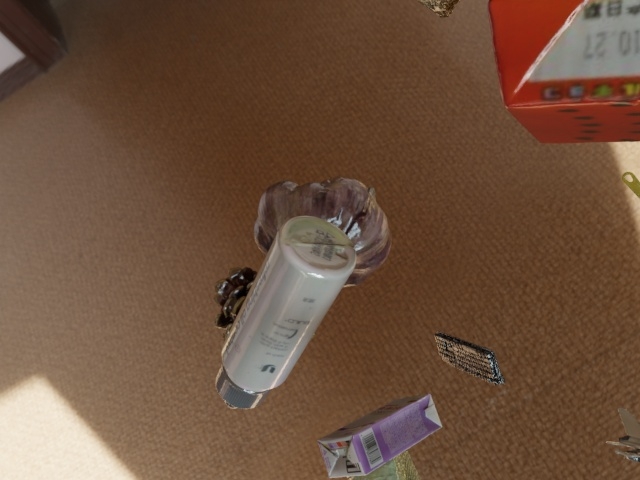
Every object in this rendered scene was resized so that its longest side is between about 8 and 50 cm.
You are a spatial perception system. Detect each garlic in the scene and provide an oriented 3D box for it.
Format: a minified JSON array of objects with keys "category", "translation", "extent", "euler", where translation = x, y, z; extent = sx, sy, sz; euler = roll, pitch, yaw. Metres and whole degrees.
[{"category":"garlic","translation":[0.000,0.000,1.131],"extent":[0.245,0.245,0.160],"euler":[-5,43,19]}]

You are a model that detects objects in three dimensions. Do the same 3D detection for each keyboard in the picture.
[{"category":"keyboard","translation":[0.290,0.233,1.325],"extent":[0.023,0.231,0.072],"euler":[-22,98,-15]}]

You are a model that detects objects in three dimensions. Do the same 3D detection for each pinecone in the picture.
[{"category":"pinecone","translation":[-0.103,0.148,1.286],"extent":[0.212,0.186,0.168],"euler":[15,88,54]}]

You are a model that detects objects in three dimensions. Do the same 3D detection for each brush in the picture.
[{"category":"brush","translation":[0.834,-0.093,1.664],"extent":[0.083,0.011,0.205],"euler":[-41,89,31]}]

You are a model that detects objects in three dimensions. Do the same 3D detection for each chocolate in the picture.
[{"category":"chocolate","translation":[0.449,-0.244,0.959],"extent":[0.341,0.360,0.161],"euler":[3,89,28]}]

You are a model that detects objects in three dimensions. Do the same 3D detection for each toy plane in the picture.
[{"category":"toy plane","translation":[0.574,0.356,1.072],"extent":[0.234,0.160,0.082],"euler":[24,108,61]}]

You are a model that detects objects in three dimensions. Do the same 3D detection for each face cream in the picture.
[{"category":"face cream","translation":[-0.058,0.108,0.772],"extent":[0.092,0.311,0.092],"euler":[15,42,-14]}]

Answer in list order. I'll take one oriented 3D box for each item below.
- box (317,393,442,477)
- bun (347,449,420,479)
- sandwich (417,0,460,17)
[{"category":"box","translation":[0.055,0.175,0.597],"extent":[0.051,0.117,0.036],"euler":[-23,83,42]},{"category":"bun","translation":[0.125,0.494,1.306],"extent":[0.127,0.204,0.212],"euler":[-24,80,17]},{"category":"sandwich","translation":[0.125,-0.461,0.969],"extent":[0.271,0.301,0.099],"euler":[28,95,-3]}]
